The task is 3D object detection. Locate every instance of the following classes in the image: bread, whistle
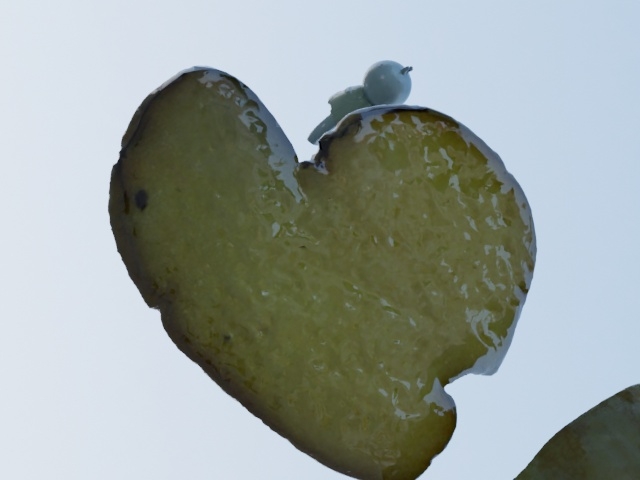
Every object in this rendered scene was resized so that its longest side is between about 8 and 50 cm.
[{"bbox_3d":[0.000,0.000,0.655,0.188,0.149,0.065,43,-12,-14],"label":"bread"},{"bbox_3d":[0.028,-0.096,1.129,0.100,0.035,0.035,-35,-98,35],"label":"whistle"}]

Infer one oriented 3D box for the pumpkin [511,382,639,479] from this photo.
[{"bbox_3d":[0.162,0.172,0.622,0.110,0.217,0.217,-137,-145,-60],"label":"pumpkin"}]
